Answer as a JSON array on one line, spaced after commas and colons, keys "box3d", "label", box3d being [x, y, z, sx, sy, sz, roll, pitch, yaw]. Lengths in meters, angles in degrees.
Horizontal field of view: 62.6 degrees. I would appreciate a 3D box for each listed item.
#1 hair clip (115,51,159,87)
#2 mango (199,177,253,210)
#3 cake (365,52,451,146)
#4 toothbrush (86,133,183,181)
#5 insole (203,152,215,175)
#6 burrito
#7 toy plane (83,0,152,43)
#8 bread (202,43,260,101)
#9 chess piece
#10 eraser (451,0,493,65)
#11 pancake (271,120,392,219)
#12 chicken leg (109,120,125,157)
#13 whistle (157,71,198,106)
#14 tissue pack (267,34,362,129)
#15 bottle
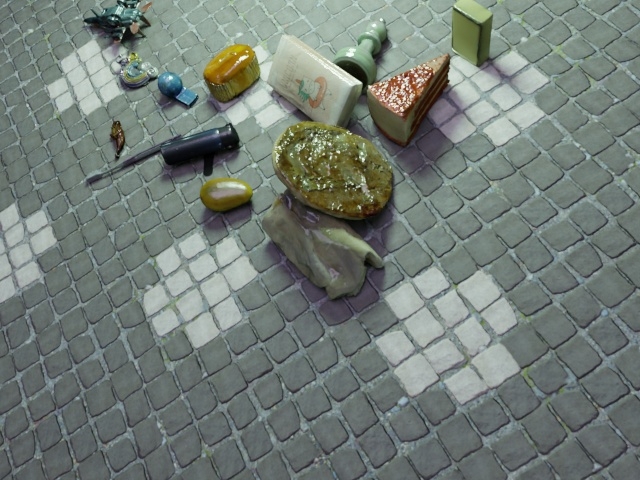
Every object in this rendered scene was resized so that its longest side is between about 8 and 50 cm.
[{"box3d": [-0.664, -0.604, 1.879, 0.172, 0.049, 0.116, 39, 94, 17], "label": "hair clip"}, {"box3d": [-0.277, -0.138, 1.561, 0.161, 0.076, 0.103, -3, 62, 9], "label": "mango"}, {"box3d": [0.279, -0.393, 1.485, 0.262, 0.158, 0.160, -24, 68, 2], "label": "cake"}, {"box3d": [-0.615, -0.274, 1.733, 0.353, 0.024, 0.029, -23, 55, 4], "label": "toothbrush"}, {"box3d": [-0.354, -0.265, 1.674, 0.045, 0.002, 0.135, -7, 66, 13], "label": "insole"}, {"box3d": [0.002, -0.003, 1.404, 0.190, 0.135, 0.332, -39, 67, -12], "label": "burrito"}, {"box3d": [-0.780, -0.833, 1.969, 0.326, 0.104, 0.223, 12, 72, 19], "label": "toy plane"}, {"box3d": [-0.293, -0.559, 1.729, 0.190, 0.114, 0.132, -41, 62, -11], "label": "bread"}, {"box3d": [0.145, -0.602, 1.640, 0.139, 0.139, 0.272, 16, 60, 20], "label": "chess piece"}, {"box3d": [0.438, -0.603, 1.524, 0.058, 0.172, 0.117, -40, 63, -6], "label": "eraser"}, {"box3d": [0.039, -0.199, 1.434, 0.356, 0.065, 0.356, 10, 56, -16], "label": "pancake"}, {"box3d": [-0.686, -0.347, 1.776, 0.062, 0.037, 0.145, -34, 61, 23], "label": "chicken leg"}, {"box3d": [-0.494, -0.519, 1.774, 0.158, 0.090, 0.090, 30, 77, 24], "label": "whistle"}, {"box3d": [-0.026, -0.476, 1.600, 0.325, 0.071, 0.170, 43, 127, 25], "label": "tissue pack"}, {"box3d": [-0.376, -0.300, 1.654, 0.244, 0.072, 0.082, -16, 101, 9], "label": "bottle"}]
